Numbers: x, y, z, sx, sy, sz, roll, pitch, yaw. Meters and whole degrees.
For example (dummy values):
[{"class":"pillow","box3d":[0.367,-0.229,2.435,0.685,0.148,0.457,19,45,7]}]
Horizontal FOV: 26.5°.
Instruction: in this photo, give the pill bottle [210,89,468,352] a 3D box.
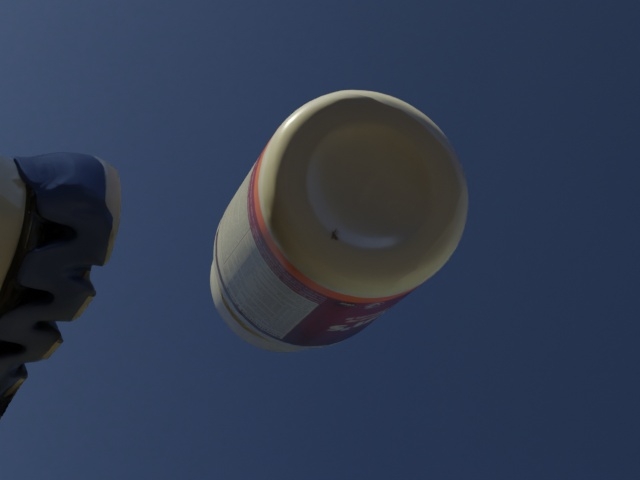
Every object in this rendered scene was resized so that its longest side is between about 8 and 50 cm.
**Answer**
[{"class":"pill bottle","box3d":[0.000,0.000,0.843,0.121,0.121,0.221,53,-21,4]}]

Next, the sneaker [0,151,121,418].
[{"class":"sneaker","box3d":[-0.258,0.063,0.727,0.315,0.182,0.127,-62,-150,8]}]
